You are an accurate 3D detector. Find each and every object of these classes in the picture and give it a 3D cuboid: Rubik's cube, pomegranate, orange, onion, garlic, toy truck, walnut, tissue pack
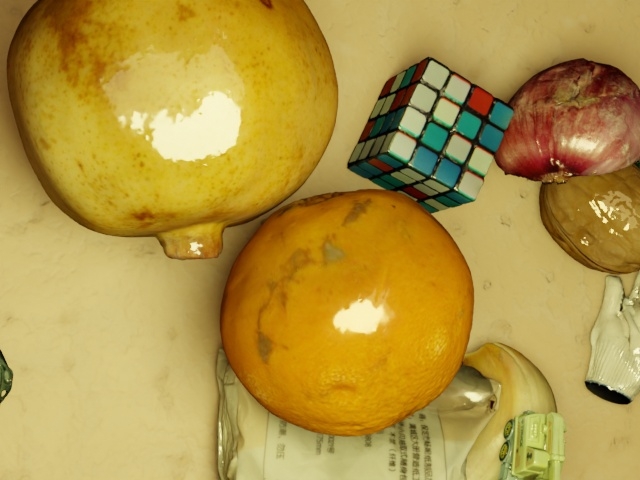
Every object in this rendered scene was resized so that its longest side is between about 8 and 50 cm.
[{"bbox_3d":[0.153,-0.143,1.680,0.151,0.154,0.155,29,77,-14],"label":"Rubik's cube"},{"bbox_3d":[-0.185,-0.162,1.451,0.416,0.416,0.417,2,84,-18],"label":"pomegranate"},{"bbox_3d":[0.032,0.085,1.441,0.312,0.312,0.312,2,84,-18],"label":"orange"},{"bbox_3d":[0.364,-0.198,1.726,0.283,0.227,0.120,-60,143,-53],"label":"onion"},{"bbox_3d":[0.249,0.272,1.697,0.164,0.145,0.245,16,80,17],"label":"garlic"},{"bbox_3d":[0.279,0.302,1.551,0.077,0.100,0.169,22,66,-11],"label":"toy truck"},{"bbox_3d":[0.416,-0.041,1.747,0.167,0.167,0.207,-43,89,-17],"label":"walnut"},{"bbox_3d":[0.039,0.324,1.568,0.390,0.195,0.376,9,73,-7],"label":"tissue pack"}]

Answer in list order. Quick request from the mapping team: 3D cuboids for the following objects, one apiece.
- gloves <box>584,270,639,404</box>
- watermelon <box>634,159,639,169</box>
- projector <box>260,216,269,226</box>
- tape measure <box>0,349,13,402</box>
[{"bbox_3d":[0.463,0.131,1.787,0.119,0.097,0.229,16,86,30],"label":"gloves"},{"bbox_3d":[0.620,-0.101,1.830,0.256,0.193,0.140,-15,90,-33],"label":"watermelon"},{"bbox_3d":[0.000,0.000,1.637,0.147,0.115,0.061,6,85,-17],"label":"projector"},{"bbox_3d":[-0.502,0.201,1.461,0.207,0.115,0.235,23,86,-14],"label":"tape measure"}]
